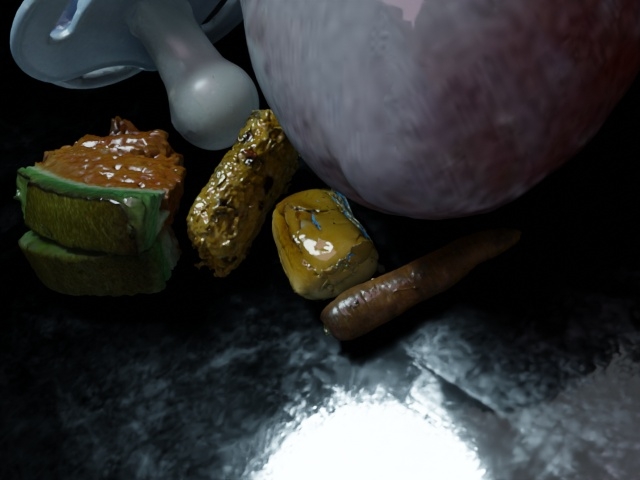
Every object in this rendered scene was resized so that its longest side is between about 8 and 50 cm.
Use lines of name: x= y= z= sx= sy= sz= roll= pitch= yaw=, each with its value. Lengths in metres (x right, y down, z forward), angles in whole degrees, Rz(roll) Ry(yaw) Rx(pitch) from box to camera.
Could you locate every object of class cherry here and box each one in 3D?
cherry: x=0.080 y=-0.184 z=0.703 sx=0.326 sy=0.291 sz=0.335 roll=30 pitch=81 yaw=24

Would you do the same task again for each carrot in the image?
carrot: x=0.074 y=0.028 z=0.688 sx=0.165 sy=0.036 sz=0.036 roll=-26 pitch=43 yaw=-1

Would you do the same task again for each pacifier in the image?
pacifier: x=-0.147 y=-0.183 z=0.912 sx=0.299 sy=0.244 sz=0.233 roll=-19 pitch=69 yaw=-48

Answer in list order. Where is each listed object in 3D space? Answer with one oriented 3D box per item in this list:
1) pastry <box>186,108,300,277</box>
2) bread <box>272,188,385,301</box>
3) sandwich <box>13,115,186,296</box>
pastry: x=-0.066 y=-0.042 z=0.796 sx=0.056 sy=0.080 sz=0.140 roll=15 pitch=57 yaw=23
bread: x=0.000 y=0.000 z=0.740 sx=0.072 sy=0.053 sz=0.106 roll=-25 pitch=37 yaw=-1
sandwich: x=-0.172 y=-0.028 z=0.829 sx=0.184 sy=0.109 sz=0.160 roll=12 pitch=36 yaw=37
